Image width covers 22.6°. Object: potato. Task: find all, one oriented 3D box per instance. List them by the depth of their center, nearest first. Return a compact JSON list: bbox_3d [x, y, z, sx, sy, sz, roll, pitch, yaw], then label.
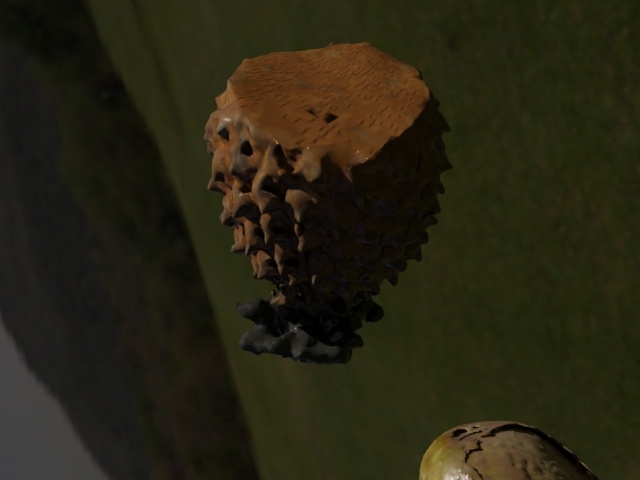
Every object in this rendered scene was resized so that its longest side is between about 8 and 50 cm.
[{"bbox_3d":[0.111,0.159,0.769,0.170,0.107,0.080,45,132,24],"label":"potato"}]

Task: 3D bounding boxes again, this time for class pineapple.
[{"bbox_3d":[0.001,0.001,1.496,0.223,0.223,0.357,-113,21,-45],"label":"pineapple"}]
